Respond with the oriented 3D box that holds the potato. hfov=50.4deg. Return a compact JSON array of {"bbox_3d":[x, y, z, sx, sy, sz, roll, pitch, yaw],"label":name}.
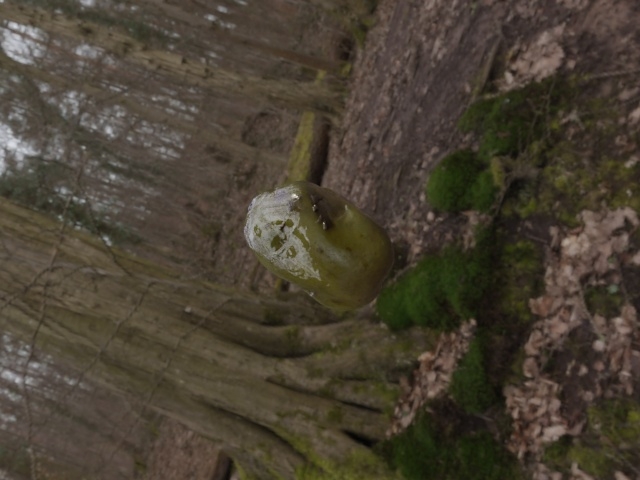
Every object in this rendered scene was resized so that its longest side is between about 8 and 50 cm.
[{"bbox_3d":[-0.002,0.004,0.887,0.137,0.200,0.154,-60,0,10],"label":"potato"}]
